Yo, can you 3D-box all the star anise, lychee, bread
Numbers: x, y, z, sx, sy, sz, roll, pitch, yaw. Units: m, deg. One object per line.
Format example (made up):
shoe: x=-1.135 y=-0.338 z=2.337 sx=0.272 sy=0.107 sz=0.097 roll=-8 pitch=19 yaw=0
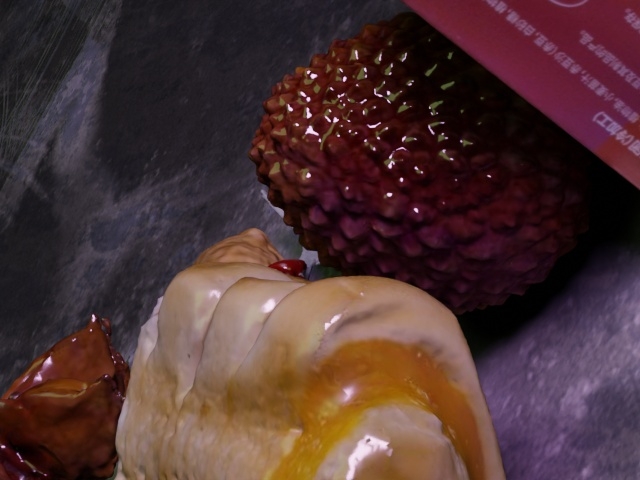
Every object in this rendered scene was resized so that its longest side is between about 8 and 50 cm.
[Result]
star anise: x=-0.238 y=0.207 z=1.348 sx=0.346 sy=0.148 sz=0.237 roll=97 pitch=-163 yaw=-51
lychee: x=0.070 y=-0.063 z=1.143 sx=0.271 sy=0.271 sz=0.271 roll=-37 pitch=35 yaw=31
bread: x=0.003 y=0.167 z=1.069 sx=0.341 sy=0.210 sz=0.300 roll=-4 pitch=79 yaw=56

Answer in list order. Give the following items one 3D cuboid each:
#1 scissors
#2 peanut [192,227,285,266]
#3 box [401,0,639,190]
scissors: x=0.000 y=0.000 z=1.359 sx=0.247 sy=0.144 sz=0.017 roll=-110 pitch=19 yaw=-64
peanut: x=-0.085 y=0.113 z=1.331 sx=0.147 sy=0.147 sz=0.305 roll=-27 pitch=41 yaw=41
box: x=0.148 y=-0.232 z=1.066 sx=0.122 sy=0.385 sz=0.344 roll=-43 pitch=32 yaw=23
